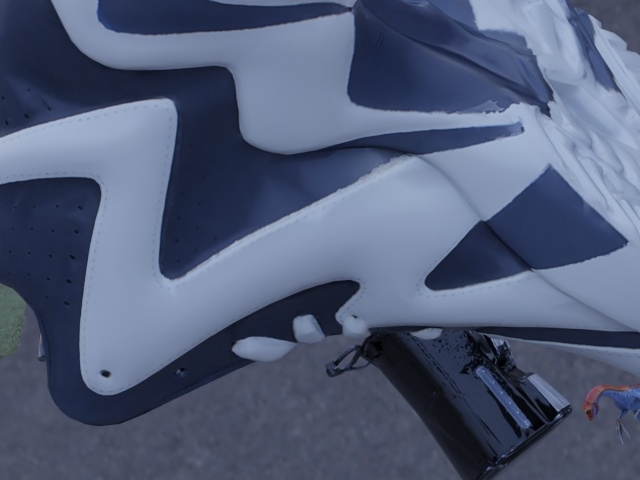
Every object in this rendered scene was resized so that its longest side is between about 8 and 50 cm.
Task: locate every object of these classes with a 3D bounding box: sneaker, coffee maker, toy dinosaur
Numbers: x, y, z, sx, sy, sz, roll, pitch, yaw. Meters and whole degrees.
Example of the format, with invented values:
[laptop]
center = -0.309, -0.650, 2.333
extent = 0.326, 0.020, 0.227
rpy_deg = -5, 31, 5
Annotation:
[sneaker]
center = 0.000, 0.000, 0.464
extent = 0.153, 0.235, 0.094
rpy_deg = -41, 35, 32
[coffee maker]
center = 0.126, 0.148, 1.731
extent = 0.171, 0.120, 0.178
rpy_deg = -36, 75, -3
[toy dinosaur]
center = 0.236, 0.124, 1.375
extent = 0.047, 0.082, 0.090
rpy_deg = -53, 19, 28

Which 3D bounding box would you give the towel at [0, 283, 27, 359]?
[towel]
center = -0.280, 0.036, 1.366
extent = 0.027, 0.110, 0.148
rpy_deg = 23, 11, 42
